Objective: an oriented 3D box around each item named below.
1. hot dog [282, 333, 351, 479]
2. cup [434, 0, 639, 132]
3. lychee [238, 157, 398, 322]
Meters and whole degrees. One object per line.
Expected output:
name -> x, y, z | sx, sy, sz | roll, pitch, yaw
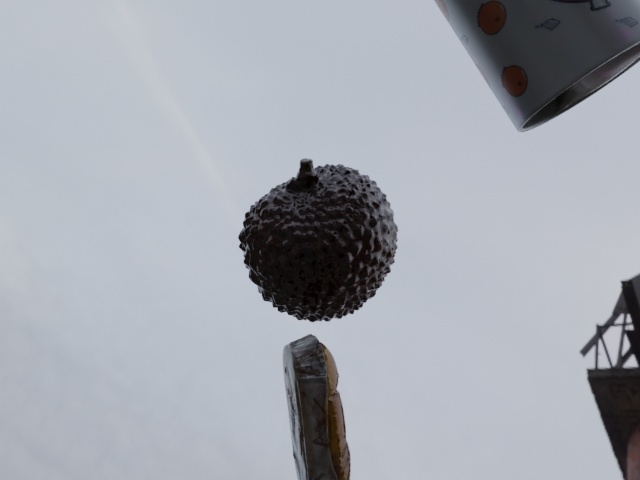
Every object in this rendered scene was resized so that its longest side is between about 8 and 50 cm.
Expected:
hot dog -> -0.004, 0.280, 0.802 | 0.144, 0.075, 0.268 | -162, -113, -68
cup -> 0.291, -0.345, 0.744 | 0.212, 0.212, 0.317 | -39, -103, 41
lychee -> 0.000, 0.000, 0.917 | 0.275, 0.276, 0.304 | 2, -61, 29
